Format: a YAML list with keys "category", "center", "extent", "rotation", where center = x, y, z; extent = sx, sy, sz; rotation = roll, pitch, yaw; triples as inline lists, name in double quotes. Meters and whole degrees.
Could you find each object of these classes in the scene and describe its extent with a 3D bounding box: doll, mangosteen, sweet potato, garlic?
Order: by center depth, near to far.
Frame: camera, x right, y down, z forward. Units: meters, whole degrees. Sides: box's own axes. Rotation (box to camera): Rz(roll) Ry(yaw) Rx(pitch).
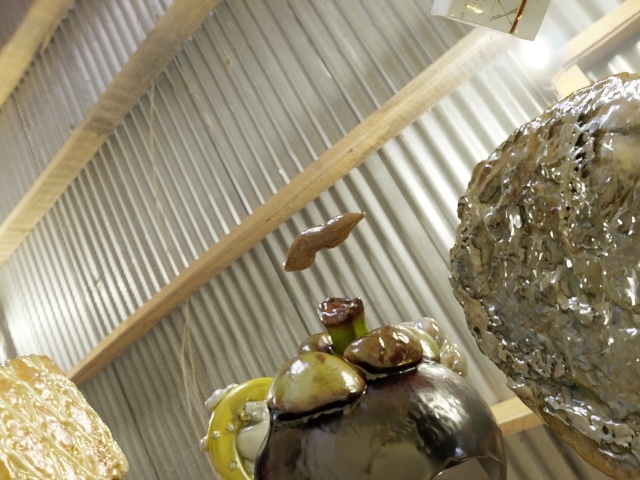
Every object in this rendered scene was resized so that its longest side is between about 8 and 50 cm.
- category: "mangosteen"
  center: [0.056, 0.210, 0.494]
  extent: [0.233, 0.287, 0.288]
  rotation: [38, -67, 63]
- category: "garlic"
  center: [0.150, 0.202, 0.701]
  extent: [0.147, 0.102, 0.159]
  rotation: [-10, -109, -9]
- category: "sweet potato"
  center: [-0.003, -0.002, 0.883]
  extent: [0.065, 0.051, 0.218]
  rotation: [44, -56, -13]
- category: "doll"
  center: [-0.148, 0.440, 1.059]
  extent: [0.252, 0.111, 0.237]
  rotation: [-5, -118, -9]

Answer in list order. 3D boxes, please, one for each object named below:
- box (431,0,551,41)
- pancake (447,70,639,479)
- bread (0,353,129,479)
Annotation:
- category: "box"
  center: [0.215, -0.302, 0.565]
  extent: [0.040, 0.154, 0.084]
  rotation: [49, -48, 52]
- category: "pancake"
  center: [0.186, 0.026, 0.317]
  extent: [0.282, 0.049, 0.283]
  rotation: [178, -90, -71]
- category: "bread"
  center: [-0.660, 0.466, 0.962]
  extent: [0.279, 0.371, 0.390]
  rotation: [-42, -93, -2]
